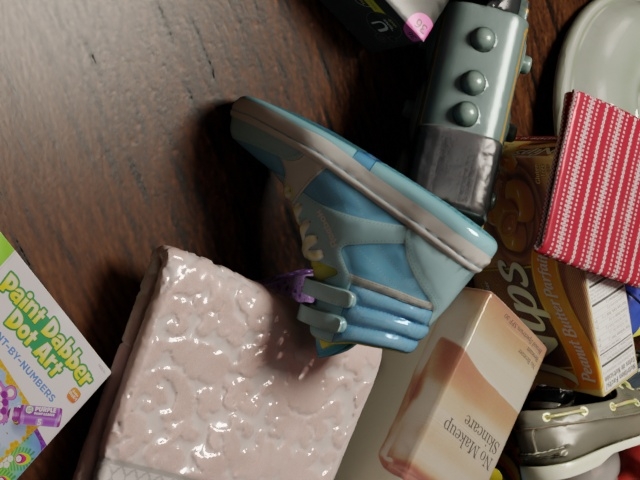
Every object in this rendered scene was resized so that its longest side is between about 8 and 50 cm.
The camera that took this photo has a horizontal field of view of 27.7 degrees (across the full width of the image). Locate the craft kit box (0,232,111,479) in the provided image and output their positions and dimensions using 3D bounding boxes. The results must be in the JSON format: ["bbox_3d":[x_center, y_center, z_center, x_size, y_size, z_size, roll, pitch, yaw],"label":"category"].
[{"bbox_3d":[-0.342,0.119,1.158,0.247,0.061,0.250,-52,126,-29],"label":"craft kit box"}]

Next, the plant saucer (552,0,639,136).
[{"bbox_3d":[0.482,-0.160,1.826,0.400,0.100,0.400,8,79,-43],"label":"plant saucer"}]

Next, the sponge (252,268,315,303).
[{"bbox_3d":[-0.079,0.106,1.416,0.210,0.031,0.117,-13,104,-42],"label":"sponge"}]

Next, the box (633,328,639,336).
[{"bbox_3d":[0.414,0.099,1.858,0.232,0.058,0.087,-11,100,-41],"label":"box"}]

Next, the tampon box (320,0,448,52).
[{"bbox_3d":[0.086,-0.315,1.465,0.120,0.101,0.161,42,67,-27],"label":"tampon box"}]

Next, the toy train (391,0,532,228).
[{"bbox_3d":[0.165,-0.151,1.495,0.142,0.190,0.334,15,81,1],"label":"toy train"}]

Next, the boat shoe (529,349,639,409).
[{"bbox_3d":[0.381,0.195,1.813,0.254,0.095,0.079,0,95,-40],"label":"boat shoe"}]

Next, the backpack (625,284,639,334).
[{"bbox_3d":[0.397,0.065,1.727,0.098,0.101,0.120,42,79,-38],"label":"backpack"}]

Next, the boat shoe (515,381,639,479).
[{"bbox_3d":[0.366,0.225,1.674,0.305,0.109,0.091,-15,90,-38],"label":"boat shoe"}]

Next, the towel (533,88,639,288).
[{"bbox_3d":[0.357,-0.052,1.558,0.275,0.031,0.199,16,84,-43],"label":"towel"}]

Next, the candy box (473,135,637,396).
[{"bbox_3d":[0.282,0.028,1.643,0.087,0.183,0.316,-27,112,-37],"label":"candy box"}]

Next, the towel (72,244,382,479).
[{"bbox_3d":[-0.092,0.202,1.363,0.332,0.053,0.317,27,78,-43],"label":"towel"}]

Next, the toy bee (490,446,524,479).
[{"bbox_3d":[0.183,0.363,1.622,0.298,0.162,0.195,-47,148,-67],"label":"toy bee"}]

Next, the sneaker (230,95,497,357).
[{"bbox_3d":[0.000,0.000,1.355,0.208,0.319,0.127,-58,165,7],"label":"sneaker"}]

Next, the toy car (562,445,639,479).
[{"bbox_3d":[0.391,0.309,1.803,0.238,0.219,0.210,38,66,-8],"label":"toy car"}]

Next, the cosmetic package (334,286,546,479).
[{"bbox_3d":[0.136,0.213,1.563,0.153,0.129,0.296,42,67,-39],"label":"cosmetic package"}]
